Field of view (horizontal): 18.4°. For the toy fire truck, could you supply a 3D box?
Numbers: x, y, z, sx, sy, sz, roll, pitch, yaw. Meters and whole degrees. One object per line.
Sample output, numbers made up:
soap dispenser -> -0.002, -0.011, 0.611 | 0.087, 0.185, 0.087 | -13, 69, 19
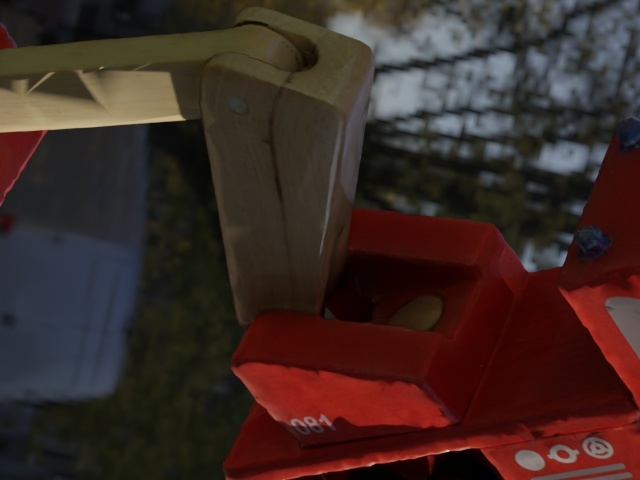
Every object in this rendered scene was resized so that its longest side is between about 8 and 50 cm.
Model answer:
toy fire truck -> 0.000, 0.000, 0.382 | 0.192, 0.135, 0.047 | -15, -144, 39
